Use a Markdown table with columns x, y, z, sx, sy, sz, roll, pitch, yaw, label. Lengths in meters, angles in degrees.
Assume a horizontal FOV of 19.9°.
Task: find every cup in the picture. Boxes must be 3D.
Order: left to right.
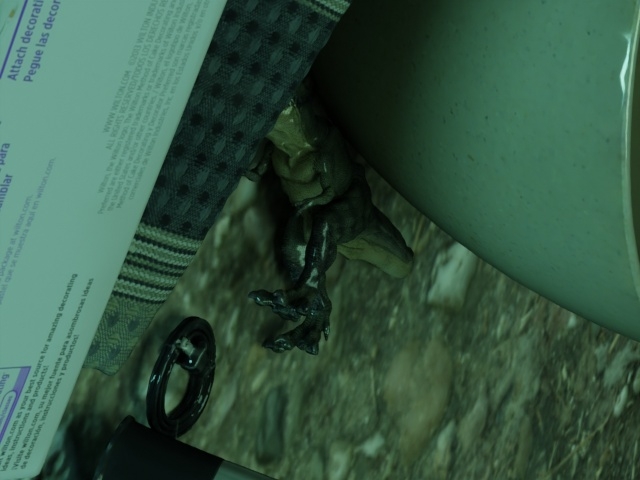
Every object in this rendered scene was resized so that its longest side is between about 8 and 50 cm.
| x | y | z | sx | sy | sz | roll | pitch | yaw | label |
| --- | --- | --- | --- | --- | --- | --- | --- | --- | --- |
| 0.136 | -0.118 | 1.018 | 0.331 | 0.237 | 0.331 | -24 | 120 | -52 | cup |

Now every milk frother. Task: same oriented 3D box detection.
| x | y | z | sx | sy | sz | roll | pitch | yaw | label |
| --- | --- | --- | --- | --- | --- | --- | --- | --- | --- |
| -0.042 | 0.125 | 0.953 | 0.129 | 0.135 | 0.143 | 76 | 35 | -85 | milk frother |

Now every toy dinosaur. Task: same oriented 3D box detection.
| x | y | z | sx | sy | sz | roll | pitch | yaw | label |
| --- | --- | --- | --- | --- | --- | --- | --- | --- | --- |
| 0.000 | 0.000 | 1.037 | 0.268 | 0.064 | 0.118 | 50 | 55 | -55 | toy dinosaur |

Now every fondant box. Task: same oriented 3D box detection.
| x | y | z | sx | sy | sz | roll | pitch | yaw | label |
| --- | --- | --- | --- | --- | --- | --- | --- | --- | --- |
| -0.204 | -0.027 | 0.605 | 0.330 | 0.096 | 0.238 | 0 | 119 | -51 | fondant box |

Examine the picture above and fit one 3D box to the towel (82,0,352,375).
| x | y | z | sx | sy | sz | roll | pitch | yaw | label |
| --- | --- | --- | --- | --- | --- | --- | --- | --- | --- |
| -0.117 | -0.101 | 0.774 | 0.312 | 0.056 | 0.324 | -58 | 146 | 6 | towel |
